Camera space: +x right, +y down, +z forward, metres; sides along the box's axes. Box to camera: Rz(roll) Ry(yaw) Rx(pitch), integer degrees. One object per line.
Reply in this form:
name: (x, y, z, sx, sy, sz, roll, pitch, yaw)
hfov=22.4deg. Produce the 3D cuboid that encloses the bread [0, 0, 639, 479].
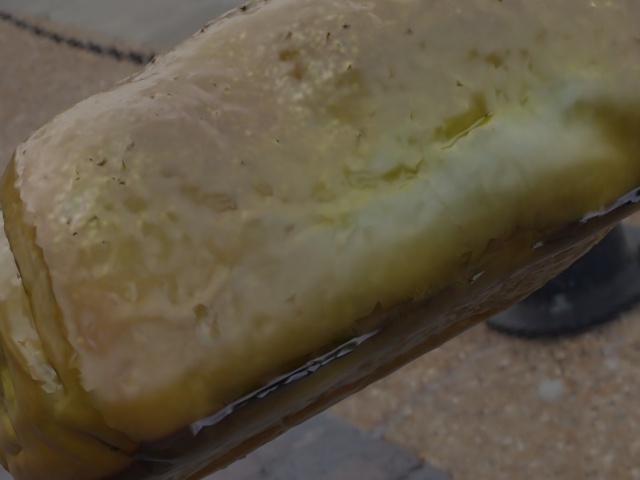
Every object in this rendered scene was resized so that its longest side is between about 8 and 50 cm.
bread: (-0.004, -0.007, 0.724, 0.337, 0.148, 0.328, -28, -7, -11)
